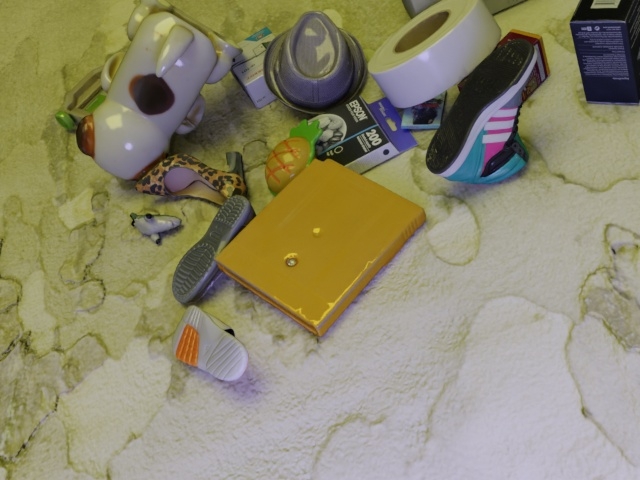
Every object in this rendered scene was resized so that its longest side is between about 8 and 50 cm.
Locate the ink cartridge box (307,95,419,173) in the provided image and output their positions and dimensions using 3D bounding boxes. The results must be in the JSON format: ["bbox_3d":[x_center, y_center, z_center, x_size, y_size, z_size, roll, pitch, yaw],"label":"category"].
[{"bbox_3d":[0.082,-0.232,1.961,0.208,0.045,0.206,-26,43,0],"label":"ink cartridge box"}]

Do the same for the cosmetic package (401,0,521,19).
[{"bbox_3d":[0.367,-0.637,2.111,0.365,0.155,0.197,-23,43,7],"label":"cosmetic package"}]

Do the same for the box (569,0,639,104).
[{"bbox_3d":[0.570,-0.388,1.736,0.108,0.207,0.153,9,54,33],"label":"box"}]

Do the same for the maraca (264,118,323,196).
[{"bbox_3d":[-0.055,-0.177,1.926,0.127,0.099,0.186,13,75,47],"label":"maraca"}]

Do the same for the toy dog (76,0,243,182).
[{"bbox_3d":[-0.384,-0.327,2.104,0.408,0.284,0.395,-57,25,13],"label":"toy dog"}]

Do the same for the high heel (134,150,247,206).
[{"bbox_3d":[-0.293,-0.113,2.001,0.261,0.093,0.186,-14,38,3],"label":"high heel"}]

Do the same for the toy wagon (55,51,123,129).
[{"bbox_3d":[-0.543,-0.382,2.406,0.344,0.068,0.267,20,62,38],"label":"toy wagon"}]

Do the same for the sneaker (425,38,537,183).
[{"bbox_3d":[0.348,-0.224,1.716,0.295,0.178,0.124,-55,42,15],"label":"sneaker"}]

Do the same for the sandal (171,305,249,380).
[{"bbox_3d":[-0.191,0.205,1.669,0.265,0.076,0.102,25,88,53],"label":"sandal"}]

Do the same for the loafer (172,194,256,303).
[{"bbox_3d":[-0.206,0.030,1.837,0.094,0.087,0.251,34,87,42],"label":"loafer"}]

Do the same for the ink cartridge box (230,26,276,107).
[{"bbox_3d":[-0.145,-0.432,2.237,0.139,0.082,0.191,-31,42,-3],"label":"ink cartridge box"}]

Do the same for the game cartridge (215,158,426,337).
[{"bbox_3d":[0.000,0.000,1.755,0.285,0.053,0.324,31,66,32],"label":"game cartridge"}]

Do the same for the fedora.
[{"bbox_3d":[-0.014,-0.430,2.073,0.243,0.124,0.275,5,65,2],"label":"fedora"}]

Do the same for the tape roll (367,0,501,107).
[{"bbox_3d":[0.242,-0.411,1.932,0.286,0.100,0.286,-33,22,16],"label":"tape roll"}]

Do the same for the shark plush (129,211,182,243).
[{"bbox_3d":[-0.381,-0.037,2.034,0.067,0.073,0.161,-34,18,-33],"label":"shark plush"}]

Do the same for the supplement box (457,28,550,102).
[{"bbox_3d":[0.381,-0.334,1.857,0.188,0.104,0.081,-46,45,-17],"label":"supplement box"}]

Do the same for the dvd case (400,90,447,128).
[{"bbox_3d":[0.225,-0.287,1.950,0.087,0.013,0.119,2,48,17],"label":"dvd case"}]
